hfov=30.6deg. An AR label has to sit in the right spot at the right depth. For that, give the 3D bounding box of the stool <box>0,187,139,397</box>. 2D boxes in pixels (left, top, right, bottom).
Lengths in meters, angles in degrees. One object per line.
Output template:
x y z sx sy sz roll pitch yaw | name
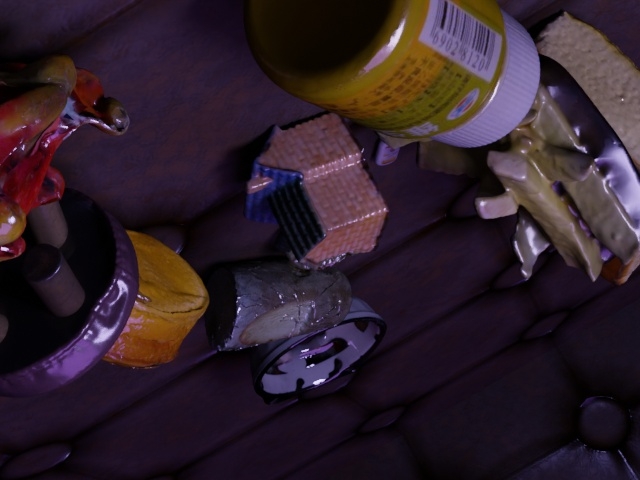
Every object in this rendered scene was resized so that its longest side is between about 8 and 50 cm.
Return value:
-0.368 0.034 1.376 0.272 0.272 0.178 -29 148 1 | stool

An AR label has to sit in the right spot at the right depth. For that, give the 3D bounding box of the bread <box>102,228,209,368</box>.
-0.279 0.082 1.639 0.142 0.195 0.270 -48 154 17 | bread

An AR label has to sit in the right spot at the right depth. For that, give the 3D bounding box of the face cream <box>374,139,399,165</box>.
0.106 -0.147 1.802 0.040 0.021 0.083 -21 154 -19 | face cream

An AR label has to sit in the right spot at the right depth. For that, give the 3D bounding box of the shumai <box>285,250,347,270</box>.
0.000 0.001 1.911 0.124 0.099 0.087 -25 172 -4 | shumai

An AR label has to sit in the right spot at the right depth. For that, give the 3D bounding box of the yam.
-0.085 0.100 1.936 0.254 0.154 0.154 -9 149 -42 | yam

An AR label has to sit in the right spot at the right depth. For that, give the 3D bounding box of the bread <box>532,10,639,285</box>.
0.413 -0.132 1.782 0.143 0.323 0.333 -32 156 -14 | bread

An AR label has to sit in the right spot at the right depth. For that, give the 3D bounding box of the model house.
-0.022 -0.056 1.648 0.172 0.183 0.166 -20 153 -24 | model house

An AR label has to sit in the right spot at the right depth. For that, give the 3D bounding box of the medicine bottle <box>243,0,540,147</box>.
0.101 -0.235 1.379 0.224 0.224 0.384 -39 154 23 | medicine bottle

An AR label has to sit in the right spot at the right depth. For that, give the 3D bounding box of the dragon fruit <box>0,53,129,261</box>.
-0.374 -0.090 1.205 0.307 0.243 0.227 -57 147 -35 | dragon fruit

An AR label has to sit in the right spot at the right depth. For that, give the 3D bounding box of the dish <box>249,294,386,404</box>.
-0.022 0.178 2.182 0.303 0.120 0.303 -23 155 -11 | dish

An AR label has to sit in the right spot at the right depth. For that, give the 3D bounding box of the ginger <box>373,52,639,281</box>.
0.260 -0.086 1.676 0.211 0.413 0.358 -36 170 -15 | ginger
